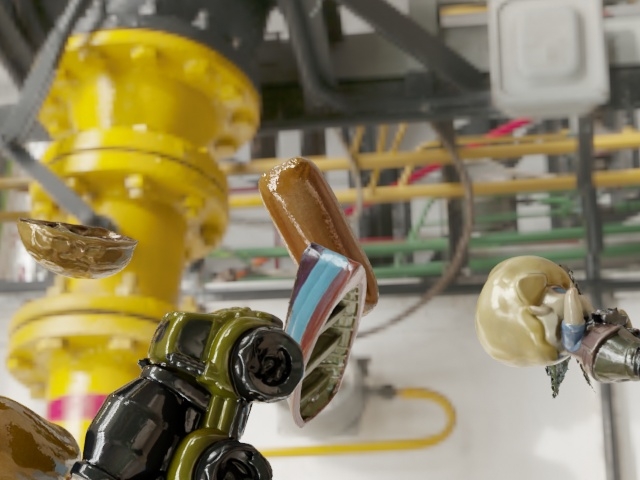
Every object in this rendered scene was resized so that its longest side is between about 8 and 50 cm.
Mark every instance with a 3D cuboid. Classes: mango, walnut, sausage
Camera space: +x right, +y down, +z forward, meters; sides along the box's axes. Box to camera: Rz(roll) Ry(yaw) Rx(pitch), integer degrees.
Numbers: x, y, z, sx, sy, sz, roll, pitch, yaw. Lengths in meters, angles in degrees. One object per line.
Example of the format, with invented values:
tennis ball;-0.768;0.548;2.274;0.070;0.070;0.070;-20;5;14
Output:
mango;-0.289;0.199;1.190;0.102;0.085;0.184;46;-178;29
walnut;-0.245;0.012;1.256;0.091;0.121;0.052;-148;69;-80
sausage;0.001;0.000;1.935;0.274;0.105;0.105;62;-165;-14

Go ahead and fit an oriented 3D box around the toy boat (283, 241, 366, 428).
toy boat;-0.001;0.127;1.707;0.136;0.079;0.392;-42;-23;-30

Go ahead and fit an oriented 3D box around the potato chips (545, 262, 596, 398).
potato chips;0.358;0.139;1.808;0.220;0.029;0.202;35;-127;-59

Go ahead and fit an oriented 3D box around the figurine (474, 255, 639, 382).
figurine;0.227;0.076;1.141;0.114;0.196;0.108;2;-82;-40

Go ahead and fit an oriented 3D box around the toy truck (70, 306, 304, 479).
toy truck;-0.126;0.158;1.174;0.147;0.165;0.224;-17;52;63
